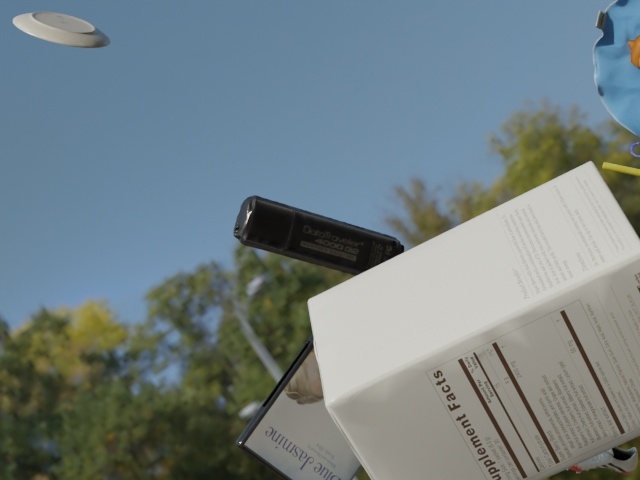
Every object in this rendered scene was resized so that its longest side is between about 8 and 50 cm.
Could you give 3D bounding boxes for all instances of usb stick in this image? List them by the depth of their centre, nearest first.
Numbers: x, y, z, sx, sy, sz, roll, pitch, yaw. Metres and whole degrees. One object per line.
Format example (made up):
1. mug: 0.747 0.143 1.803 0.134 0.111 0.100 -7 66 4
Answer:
1. usb stick: 0.000 0.000 2.255 0.278 0.077 0.045 16 -4 -24

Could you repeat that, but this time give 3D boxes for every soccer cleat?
1. soccer cleat: 0.288 0.223 1.530 0.083 0.029 0.035 7 -49 0

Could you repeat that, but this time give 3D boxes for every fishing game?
1. fishing game: 0.359 -0.179 1.444 0.041 0.189 0.264 -49 -26 -69

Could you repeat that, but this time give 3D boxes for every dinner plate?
1. dinner plate: -0.370 -0.306 2.117 0.141 0.141 0.017 -13 -56 -55

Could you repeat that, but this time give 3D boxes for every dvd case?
1. dvd case: 0.017 0.246 2.164 0.253 0.180 0.022 -54 18 -9

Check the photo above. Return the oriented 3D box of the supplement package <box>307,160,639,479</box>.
1. supplement package: 0.160 0.096 1.301 0.293 0.175 0.177 -26 28 8
